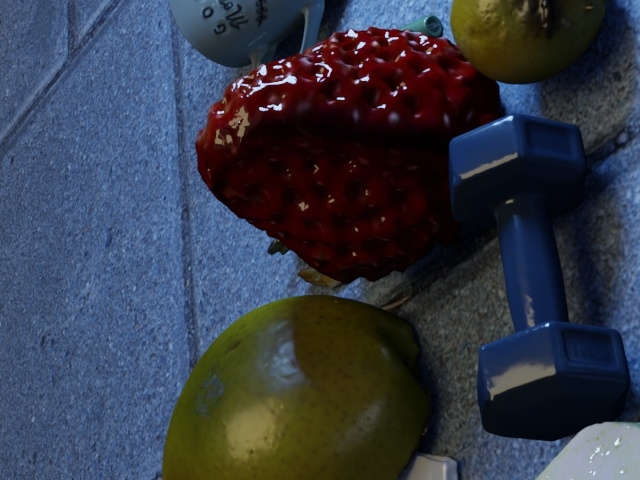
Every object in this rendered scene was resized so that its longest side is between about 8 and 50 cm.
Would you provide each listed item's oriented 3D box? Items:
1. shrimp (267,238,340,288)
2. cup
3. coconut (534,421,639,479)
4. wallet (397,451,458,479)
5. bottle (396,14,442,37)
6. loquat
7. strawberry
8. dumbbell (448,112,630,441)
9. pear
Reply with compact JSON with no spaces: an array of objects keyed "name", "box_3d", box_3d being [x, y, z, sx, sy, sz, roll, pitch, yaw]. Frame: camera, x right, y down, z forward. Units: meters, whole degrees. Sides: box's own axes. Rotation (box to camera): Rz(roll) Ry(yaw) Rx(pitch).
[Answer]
[{"name":"shrimp","box_3d":[-0.003,-0.002,1.924,0.187,0.052,0.132,-21,60,50]},{"name":"cup","box_3d":[-0.066,-0.346,2.085,0.234,0.186,0.258,-25,86,42]},{"name":"coconut","box_3d":[0.279,0.289,1.194,0.239,0.244,0.239,-41,16,14]},{"name":"wallet","box_3d":[0.090,0.302,1.673,0.183,0.032,0.124,0,75,59]},{"name":"bottle","box_3d":[0.121,-0.266,1.858,0.083,0.030,0.030,-14,66,56]},{"name":"loquat","box_3d":[0.221,-0.254,1.574,0.172,0.149,0.204,-50,19,-4]},{"name":"strawberry","box_3d":[0.017,-0.114,1.661,0.317,0.345,0.295,-25,59,52]},{"name":"dumbbell","box_3d":[0.215,0.034,1.463,0.160,0.144,0.324,-22,58,27]},{"name":"pear","box_3d":[-0.067,0.214,1.749,0.386,0.191,0.340,-42,35,26]}]
